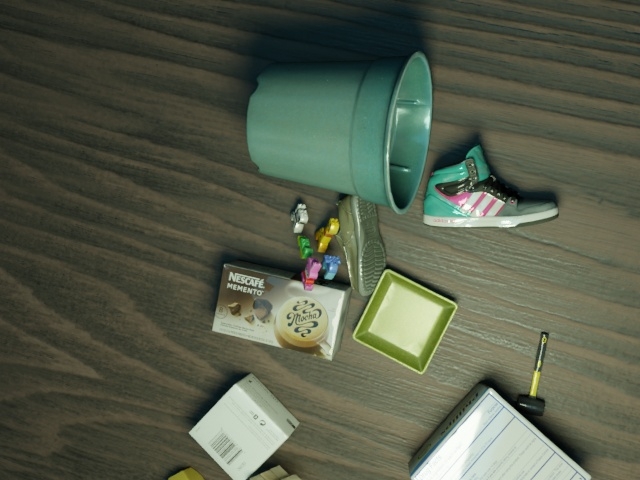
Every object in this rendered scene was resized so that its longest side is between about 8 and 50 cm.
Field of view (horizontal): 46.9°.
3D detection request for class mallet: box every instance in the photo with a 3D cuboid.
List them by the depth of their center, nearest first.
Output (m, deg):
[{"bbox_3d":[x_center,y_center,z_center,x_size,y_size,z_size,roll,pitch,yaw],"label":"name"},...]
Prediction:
[{"bbox_3d":[0.483,0.303,1.678,0.062,0.039,0.189,4,91,9],"label":"mallet"}]

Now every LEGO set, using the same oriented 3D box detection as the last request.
[{"bbox_3d":[0.000,0.000,1.693,0.087,0.227,0.093,7,137,-24],"label":"LEGO set"}]

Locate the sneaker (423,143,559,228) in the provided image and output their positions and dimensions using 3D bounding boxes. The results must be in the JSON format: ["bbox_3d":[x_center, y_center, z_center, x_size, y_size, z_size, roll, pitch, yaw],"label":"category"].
[{"bbox_3d":[0.372,-0.124,1.629,0.296,0.124,0.178,-1,103,14],"label":"sneaker"}]

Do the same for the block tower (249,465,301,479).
[{"bbox_3d":[-0.109,0.693,1.737,0.097,0.091,0.335,28,122,47],"label":"block tower"}]

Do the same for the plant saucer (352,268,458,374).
[{"bbox_3d":[0.198,0.186,1.724,0.188,0.045,0.188,27,99,9],"label":"plant saucer"}]

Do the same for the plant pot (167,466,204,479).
[{"bbox_3d":[-0.340,0.624,1.861,0.081,0.081,0.083,-31,77,13],"label":"plant pot"}]

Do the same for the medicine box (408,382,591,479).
[{"bbox_3d":[0.386,0.509,1.630,0.289,0.149,0.263,42,89,8],"label":"medicine box"}]

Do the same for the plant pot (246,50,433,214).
[{"bbox_3d":[0.040,-0.248,1.598,0.334,0.341,0.341,9,96,19],"label":"plant pot"}]

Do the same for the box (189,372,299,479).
[{"bbox_3d":[-0.183,0.455,1.791,0.181,0.119,0.182,44,101,6],"label":"box"}]

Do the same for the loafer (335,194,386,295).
[{"bbox_3d":[0.090,0.004,1.725,0.087,0.094,0.251,1,97,47],"label":"loafer"}]

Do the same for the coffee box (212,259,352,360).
[{"bbox_3d":[-0.090,0.159,1.748,0.297,0.119,0.168,13,97,11],"label":"coffee box"}]
